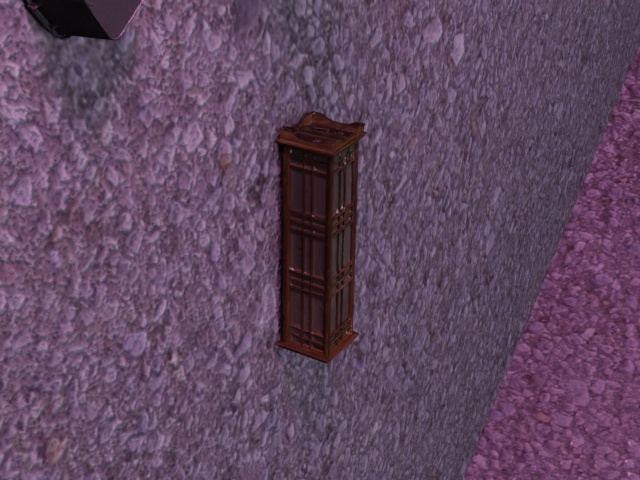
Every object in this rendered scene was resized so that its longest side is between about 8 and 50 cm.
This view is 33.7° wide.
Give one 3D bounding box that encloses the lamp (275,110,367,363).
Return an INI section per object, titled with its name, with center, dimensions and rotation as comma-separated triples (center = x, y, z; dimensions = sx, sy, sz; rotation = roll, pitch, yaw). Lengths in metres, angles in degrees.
[lamp]
center = 0.000, 0.000, 1.398
dimensions = 0.090, 0.089, 0.325
rotation = -38, 137, -49

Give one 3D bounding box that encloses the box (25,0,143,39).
[box]
center = -0.193, -0.234, 0.914
dimensions = 0.122, 0.069, 0.084
rotation = -64, 151, -18
